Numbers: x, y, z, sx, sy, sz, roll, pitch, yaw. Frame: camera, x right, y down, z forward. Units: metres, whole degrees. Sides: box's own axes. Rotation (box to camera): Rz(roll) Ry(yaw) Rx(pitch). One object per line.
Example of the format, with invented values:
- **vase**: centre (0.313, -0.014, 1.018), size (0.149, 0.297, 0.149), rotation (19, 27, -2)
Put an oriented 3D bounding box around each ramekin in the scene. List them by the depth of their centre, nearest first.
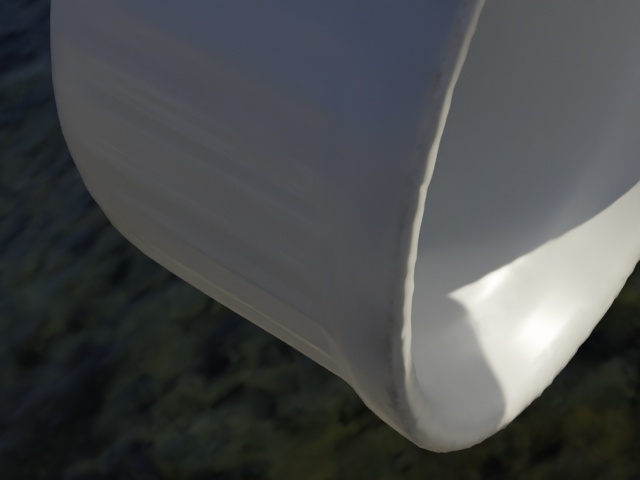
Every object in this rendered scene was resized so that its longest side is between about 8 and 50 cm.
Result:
- **ramekin**: centre (0.041, -0.087, 0.517), size (0.135, 0.277, 0.277), rotation (26, 59, 23)
